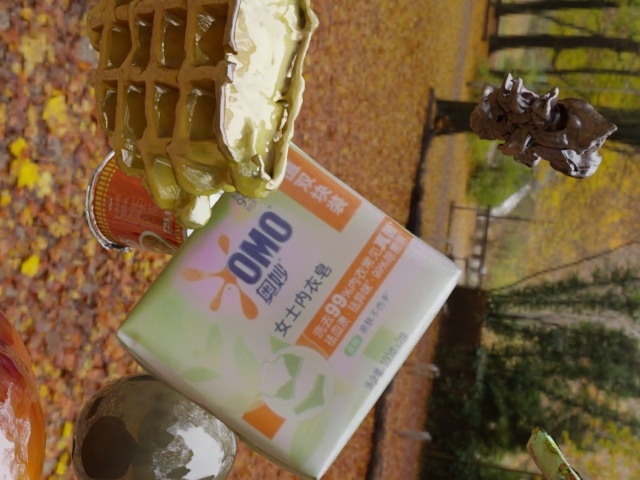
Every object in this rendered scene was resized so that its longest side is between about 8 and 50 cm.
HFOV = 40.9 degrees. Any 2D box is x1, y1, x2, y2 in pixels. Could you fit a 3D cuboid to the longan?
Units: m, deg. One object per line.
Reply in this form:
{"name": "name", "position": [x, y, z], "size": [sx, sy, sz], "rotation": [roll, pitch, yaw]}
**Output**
{"name": "longan", "position": [-0.218, 0.261, 1.093], "size": [0.196, 0.220, 0.196], "rotation": [-7, 99, -52]}

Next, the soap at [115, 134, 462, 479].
{"name": "soap", "position": [-0.026, 0.055, 0.660], "size": [0.199, 0.182, 0.138], "rotation": [-53, 177, -12]}

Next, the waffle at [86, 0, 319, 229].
{"name": "waffle", "position": [-0.069, -0.169, 0.524], "size": [0.283, 0.065, 0.309], "rotation": [-46, -128, 34]}

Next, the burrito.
{"name": "burrito", "position": [0.385, 0.380, 1.296], "size": [0.104, 0.054, 0.288], "rotation": [55, 4, -36]}

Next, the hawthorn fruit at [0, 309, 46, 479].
{"name": "hawthorn fruit", "position": [-0.504, 0.247, 0.863], "size": [0.472, 0.471, 0.472], "rotation": [6, 90, -78]}

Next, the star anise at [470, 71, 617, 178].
{"name": "star anise", "position": [0.324, -0.162, 1.299], "size": [0.099, 0.214, 0.220], "rotation": [-52, 178, -12]}

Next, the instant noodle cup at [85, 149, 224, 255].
{"name": "instant noodle cup", "position": [-0.237, -0.048, 1.377], "size": [0.193, 0.212, 0.193], "rotation": [-24, 122, -45]}
